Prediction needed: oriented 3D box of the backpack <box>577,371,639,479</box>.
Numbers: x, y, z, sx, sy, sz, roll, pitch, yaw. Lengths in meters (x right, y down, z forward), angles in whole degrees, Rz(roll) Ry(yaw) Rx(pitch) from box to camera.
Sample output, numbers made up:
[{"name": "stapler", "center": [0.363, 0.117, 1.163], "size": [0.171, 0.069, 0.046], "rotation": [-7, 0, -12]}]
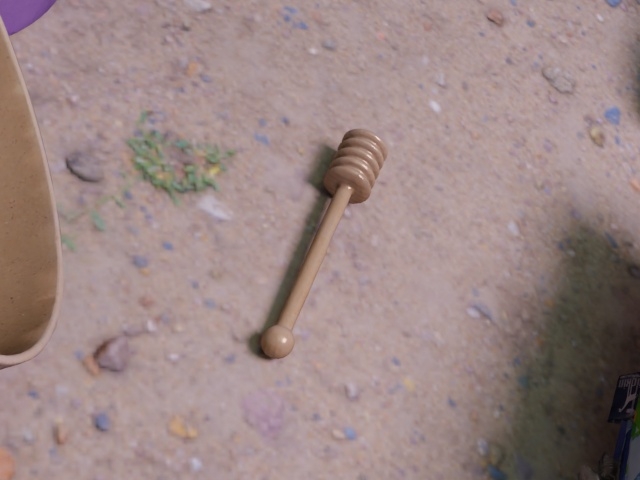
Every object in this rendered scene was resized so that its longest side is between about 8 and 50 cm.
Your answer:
[{"name": "backpack", "center": [0.274, 0.152, 0.566], "size": [0.290, 0.273, 0.355], "rotation": [34, 29, -7]}]

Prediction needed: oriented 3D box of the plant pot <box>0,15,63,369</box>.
[{"name": "plant pot", "center": [-0.245, -0.056, 0.434], "size": [0.191, 0.284, 0.284], "rotation": [-20, 65, 3]}]

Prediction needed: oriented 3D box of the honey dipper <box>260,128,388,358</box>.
[{"name": "honey dipper", "center": [0.000, 0.000, 0.646], "size": [0.030, 0.030, 0.160], "rotation": [30, 53, -6]}]

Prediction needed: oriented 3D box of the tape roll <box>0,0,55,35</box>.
[{"name": "tape roll", "center": [-0.223, -0.205, 0.632], "size": [0.189, 0.080, 0.189], "rotation": [14, 54, -20]}]
